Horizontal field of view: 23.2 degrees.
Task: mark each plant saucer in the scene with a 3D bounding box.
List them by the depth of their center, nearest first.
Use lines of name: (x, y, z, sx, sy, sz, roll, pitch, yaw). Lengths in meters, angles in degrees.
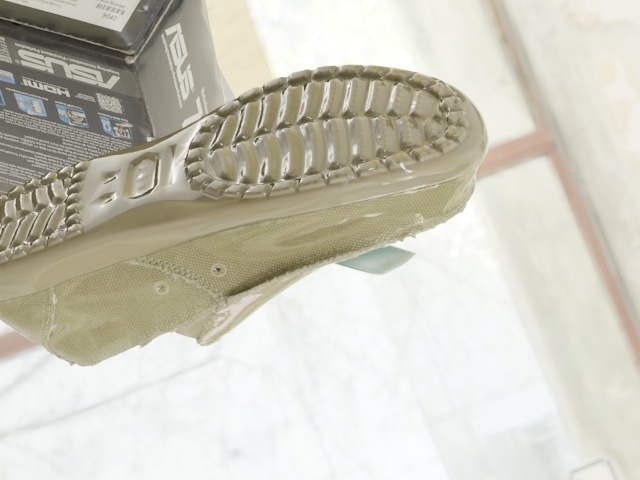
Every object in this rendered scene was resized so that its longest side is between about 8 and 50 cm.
plant saucer: (0.000, 0.000, 0.972, 0.119, 0.119, 0.021, -159, -95, -79)

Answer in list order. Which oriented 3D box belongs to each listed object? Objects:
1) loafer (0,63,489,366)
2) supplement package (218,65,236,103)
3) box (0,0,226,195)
loafer: (-0.042, -0.007, 0.760, 0.102, 0.269, 0.092, -84, 154, -48)
supplement package: (-0.161, -0.086, 1.372, 0.134, 0.139, 0.244, 63, -16, -14)
box: (-0.253, -0.101, 1.051, 0.318, 0.395, 0.097, 82, 28, -55)
